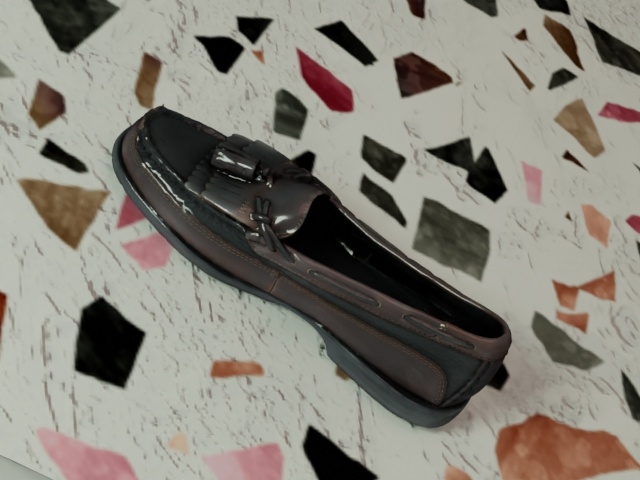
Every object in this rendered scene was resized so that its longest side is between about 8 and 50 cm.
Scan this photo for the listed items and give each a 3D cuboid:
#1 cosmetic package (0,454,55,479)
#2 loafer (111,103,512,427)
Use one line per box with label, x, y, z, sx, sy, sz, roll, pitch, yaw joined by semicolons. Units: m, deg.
cosmetic package;-0.156;0.264;0.679;0.197;0.155;0.365;27;31;-2
loafer;0.000;0.000;1.136;0.302;0.095;0.109;39;42;-3
